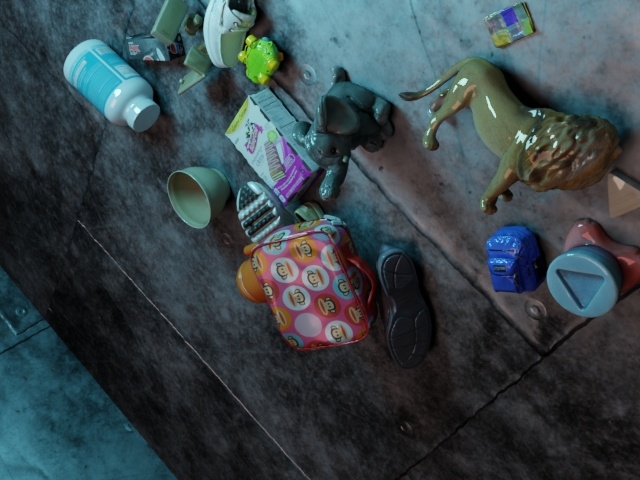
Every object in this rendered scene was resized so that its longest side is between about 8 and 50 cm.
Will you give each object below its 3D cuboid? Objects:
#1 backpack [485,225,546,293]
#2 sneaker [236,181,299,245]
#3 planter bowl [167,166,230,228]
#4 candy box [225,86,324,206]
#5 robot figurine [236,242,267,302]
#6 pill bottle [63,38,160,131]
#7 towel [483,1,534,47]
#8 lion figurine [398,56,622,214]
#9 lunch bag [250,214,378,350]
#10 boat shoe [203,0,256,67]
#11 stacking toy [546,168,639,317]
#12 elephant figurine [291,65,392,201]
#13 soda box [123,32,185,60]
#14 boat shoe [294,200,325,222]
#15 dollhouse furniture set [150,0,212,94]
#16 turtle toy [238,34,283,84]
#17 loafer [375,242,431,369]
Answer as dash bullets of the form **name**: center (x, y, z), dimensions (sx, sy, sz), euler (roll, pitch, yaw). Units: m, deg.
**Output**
- **backpack**: center (0.372, 0.037, 1.523), dimensions (0.098, 0.101, 0.120), euler (-1, 111, 38)
- **sneaker**: center (-0.093, -0.021, 1.908), dimensions (0.110, 0.118, 0.292), euler (-29, 102, 32)
- **planter bowl**: center (-0.306, -0.127, 2.076), dimensions (0.162, 0.109, 0.162), euler (25, 132, 32)
- **candy box**: center (-0.103, -0.217, 1.845), dimensions (0.233, 0.071, 0.159), euler (51, 140, 7)
- **robot figurine**: center (-0.133, 0.090, 2.033), dimensions (0.158, 0.128, 0.219), euler (32, 146, -22)
- **pill bottle**: center (-0.547, -0.403, 2.101), dimensions (0.264, 0.146, 0.146), euler (43, 138, 16)
- **towel**: center (0.325, -0.371, 1.366), dimensions (0.083, 0.009, 0.060), euler (-12, 106, 48)
- **lion figurine**: center (0.317, -0.210, 1.386), dimensions (0.392, 0.142, 0.240), euler (47, 132, 17)
- **lunch bag**: center (0.004, 0.097, 1.786), dimensions (0.258, 0.120, 0.293), euler (-13, 108, 26)
- **boat shoe**: center (-0.187, -0.495, 1.722), dimensions (0.096, 0.098, 0.277), euler (31, 133, 28)
- **stacking toy**: center (0.544, 0.056, 1.341), dimensions (0.309, 0.130, 0.279), euler (29, 133, 28)
- **elephant figurine**: center (0.026, -0.216, 1.586), dimensions (0.186, 0.239, 0.169), euler (27, 132, 31)
- **soda box**: center (-0.419, -0.487, 1.991), dimensions (0.169, 0.053, 0.060), euler (12, 123, 40)
- **boat shoe**: center (0.000, 0.000, 1.885), dimensions (0.190, 0.072, 0.068), euler (55, 140, 1)
- **dollhouse furniture set**: center (-0.339, -0.459, 1.862), dimensions (0.151, 0.144, 0.123), euler (31, 150, -29)
- **turtle toy**: center (-0.129, -0.395, 1.755), dimensions (0.095, 0.066, 0.130), euler (49, 140, 8)
- **loafer**: center (0.182, 0.144, 1.801), dimensions (0.095, 0.109, 0.302), euler (-122, 19, -67)
